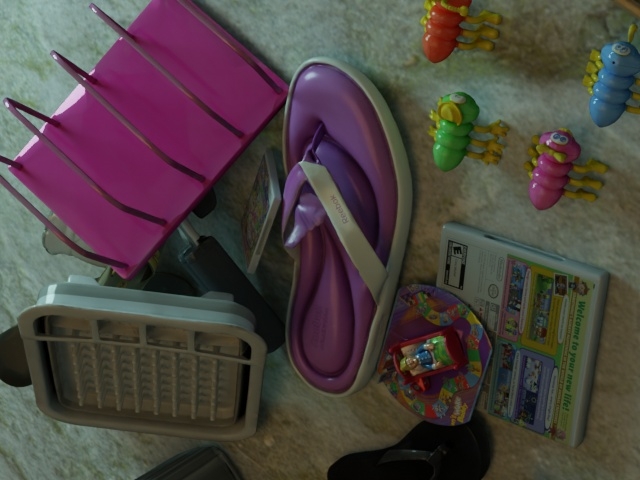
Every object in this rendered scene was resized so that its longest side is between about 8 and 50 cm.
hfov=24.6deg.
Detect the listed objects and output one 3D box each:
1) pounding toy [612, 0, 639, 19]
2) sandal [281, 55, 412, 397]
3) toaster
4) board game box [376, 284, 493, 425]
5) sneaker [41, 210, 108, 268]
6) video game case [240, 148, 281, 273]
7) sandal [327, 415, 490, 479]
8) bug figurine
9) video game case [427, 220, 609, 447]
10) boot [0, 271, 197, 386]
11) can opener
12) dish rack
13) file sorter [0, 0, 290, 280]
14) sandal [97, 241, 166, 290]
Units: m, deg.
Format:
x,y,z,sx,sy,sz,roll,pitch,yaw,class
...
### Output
x,y,z,sx,sy,sz,roll,pitch,yaw,class
0.331,-0.286,1.297,0.206,0.094,0.181,36,123,8,pounding toy
0.013,0.003,1.652,0.169,0.102,0.416,13,117,32,sandal
-0.198,0.359,1.941,0.227,0.146,0.129,-35,88,42,toaster
0.118,0.136,1.642,0.133,0.033,0.168,31,124,27,board game box
-0.248,-0.089,1.827,0.129,0.111,0.297,24,125,1,sneaker
-0.071,-0.034,1.717,0.087,0.011,0.122,-101,24,-45,video game case
0.102,0.278,1.739,0.254,0.054,0.097,-32,89,41,sandal
0.198,-0.145,1.467,0.279,0.072,0.216,24,123,26,bug figurine
0.210,0.102,1.601,0.193,0.023,0.212,19,119,30,video game case
-0.286,0.101,1.933,0.305,0.115,0.112,-19,97,22,boot
-0.127,0.012,1.763,0.280,0.093,0.074,56,169,-11,can opener
-0.209,0.141,1.777,0.286,0.072,0.333,6,148,-2,dish rack
-0.214,-0.137,1.618,0.202,0.182,0.290,42,92,13,file sorter
-0.231,0.028,1.807,0.180,0.072,0.049,-66,31,15,sandal
